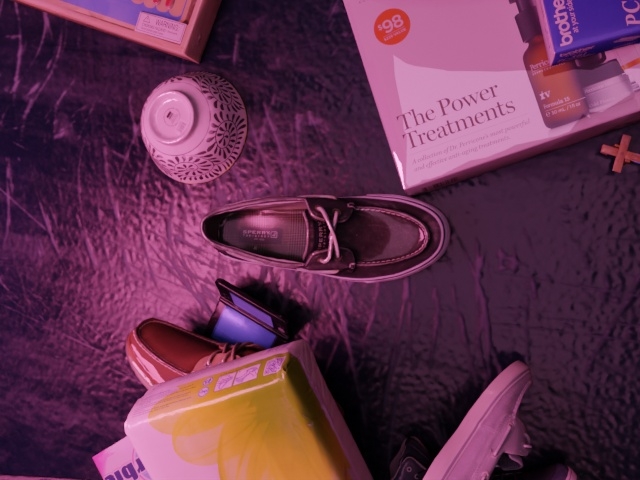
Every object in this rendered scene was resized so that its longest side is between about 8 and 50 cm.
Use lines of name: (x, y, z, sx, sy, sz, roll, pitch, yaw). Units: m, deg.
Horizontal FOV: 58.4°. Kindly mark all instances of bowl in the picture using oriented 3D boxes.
bowl: (-0.200, -0.170, 0.831, 0.170, 0.080, 0.170, 0, 90, 15)

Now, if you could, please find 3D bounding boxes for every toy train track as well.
toy train track: (0.391, -0.102, 0.714, 0.083, 0.014, 0.048, 18, 87, 8)

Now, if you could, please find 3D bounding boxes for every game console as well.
game console: (-0.108, 0.124, 0.813, 0.122, 0.107, 0.071, 28, 68, 12)

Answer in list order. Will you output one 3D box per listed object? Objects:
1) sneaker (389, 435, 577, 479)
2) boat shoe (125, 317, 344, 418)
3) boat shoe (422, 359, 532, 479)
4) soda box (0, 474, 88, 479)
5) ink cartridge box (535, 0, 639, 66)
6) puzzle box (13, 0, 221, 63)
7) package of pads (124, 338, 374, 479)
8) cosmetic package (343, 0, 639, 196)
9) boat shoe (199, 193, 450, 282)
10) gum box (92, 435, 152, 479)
sneaker: (0.188, 0.304, 0.726, 0.226, 0.086, 0.163, -37, 83, 12)
boat shoe: (-0.110, 0.186, 0.776, 0.324, 0.123, 0.116, 28, 118, 3)
boat shoe: (0.203, 0.245, 0.683, 0.081, 0.079, 0.227, 33, 62, 25)
soda box: (-0.477, 0.419, 0.902, 0.216, 0.074, 0.069, -4, 89, 14)
ink cartridge box: (0.282, -0.308, 0.629, 0.097, 0.046, 0.207, -12, 86, 15)
puzzle box: (-0.321, -0.463, 0.878, 0.409, 0.052, 0.272, 21, 94, 14)
package of pads: (-0.069, 0.283, 0.682, 0.229, 0.101, 0.297, -20, 102, 17)
cosmetic package: (0.244, -0.250, 0.712, 0.377, 0.097, 0.284, -19, 82, 14)
boat shoe: (0.000, 0.000, 0.758, 0.335, 0.119, 0.121, -3, 89, 14)
gum box: (-0.225, 0.314, 0.844, 0.188, 0.062, 0.107, -33, 82, 12)
